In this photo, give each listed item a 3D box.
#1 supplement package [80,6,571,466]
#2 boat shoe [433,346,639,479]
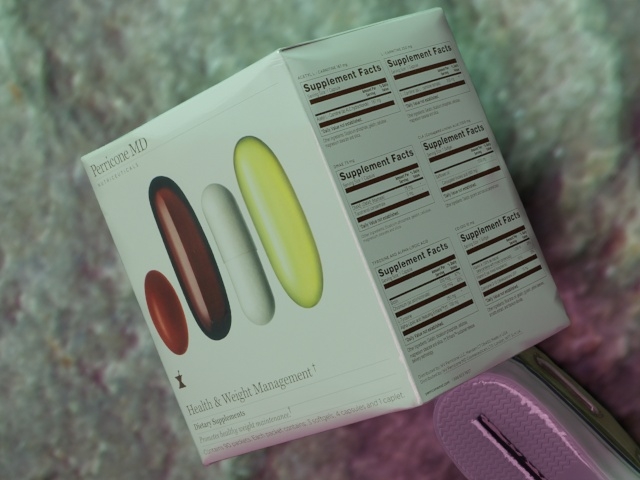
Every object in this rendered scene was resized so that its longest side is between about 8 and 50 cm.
[{"bbox_3d":[0.000,0.000,0.939,0.194,0.149,0.203,-23,89,45],"label":"supplement package"},{"bbox_3d":[0.195,0.179,1.014,0.109,0.094,0.302,-37,95,31],"label":"boat shoe"}]
